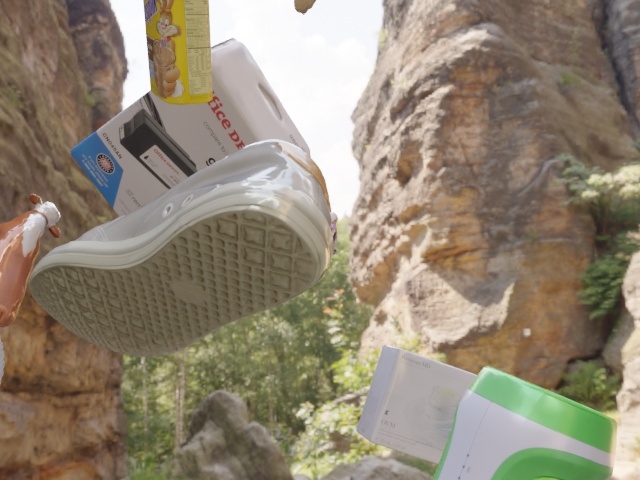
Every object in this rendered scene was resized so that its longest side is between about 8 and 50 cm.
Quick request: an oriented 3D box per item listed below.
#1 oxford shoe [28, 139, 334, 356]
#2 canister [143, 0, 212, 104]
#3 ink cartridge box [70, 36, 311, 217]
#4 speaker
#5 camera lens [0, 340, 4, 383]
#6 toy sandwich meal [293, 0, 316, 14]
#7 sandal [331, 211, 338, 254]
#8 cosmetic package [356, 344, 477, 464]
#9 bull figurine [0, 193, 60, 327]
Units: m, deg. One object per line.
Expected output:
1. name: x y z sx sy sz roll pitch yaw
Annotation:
1. oxford shoe: -0.157 0.020 0.621 0.449 0.130 0.169 -21 -57 37
2. canister: -0.183 -0.269 0.738 0.073 0.170 0.126 -11 28 -26
3. ink cartridge box: -0.264 -0.181 1.194 0.395 0.285 0.166 -26 17 28
4. speaker: 0.129 0.259 0.462 0.131 0.296 0.131 23 -5 2
5. camera lens: -0.562 0.185 0.704 0.274 0.219 0.219 -29 -17 18
6. toy sandwich meal: -0.023 -0.519 1.234 0.085 0.086 0.029 -9 -19 42
7. sandal: -0.012 0.010 1.537 0.169 0.102 0.416 -40 -4 7
8. cosmetic package: 0.235 0.392 1.389 0.224 0.225 0.138 20 -11 -8
9. bull figurine: -0.639 0.044 1.168 0.188 0.310 0.101 -15 -41 23
